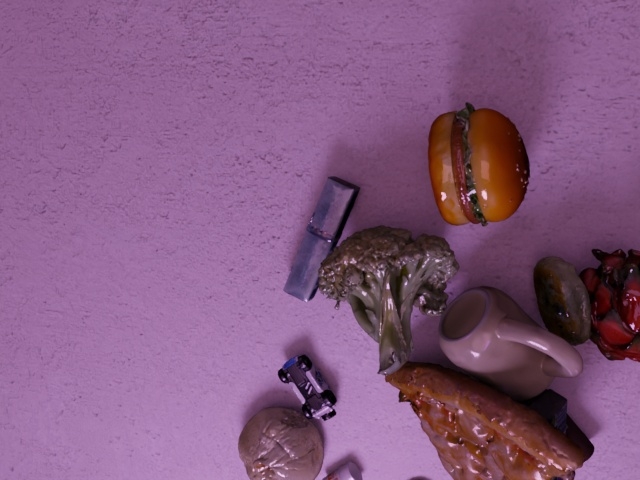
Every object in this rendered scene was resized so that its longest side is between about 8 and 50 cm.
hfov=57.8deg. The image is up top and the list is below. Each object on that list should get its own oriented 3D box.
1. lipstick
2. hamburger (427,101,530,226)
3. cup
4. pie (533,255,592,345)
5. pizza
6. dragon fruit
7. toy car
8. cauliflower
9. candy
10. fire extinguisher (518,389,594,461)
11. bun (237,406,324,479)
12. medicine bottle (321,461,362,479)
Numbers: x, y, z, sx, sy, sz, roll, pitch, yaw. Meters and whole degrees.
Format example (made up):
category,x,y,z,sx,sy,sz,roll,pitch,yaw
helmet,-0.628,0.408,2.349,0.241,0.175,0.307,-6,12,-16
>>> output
category,x,y,z,sx,sy,sz,roll,pitch,yaw
lipstick,0.000,0.000,1.317,0.076,0.077,0.290,26,106,10
hamburger,0.313,-0.148,1.120,0.169,0.246,0.246,-4,98,25
cup,0.362,0.217,1.132,0.202,0.255,0.173,38,96,-19
pie,0.475,0.121,1.147,0.041,0.187,0.187,-14,96,-6
pizza,0.295,0.385,1.204,0.392,0.080,0.435,43,147,21
dragon fruit,0.585,0.119,1.096,0.193,0.192,0.274,11,144,19
toy car,-0.023,0.352,1.384,0.080,0.070,0.171,-36,86,18
cauliflower,0.148,0.105,1.218,0.327,0.260,0.281,-19,91,52
candy,0.458,0.440,1.190,0.061,0.088,0.313,28,141,46
fire extinguisher,0.475,0.379,1.251,0.231,0.071,0.099,49,123,4
bun,-0.107,0.515,1.402,0.220,0.134,0.221,4,103,18
medicine bottle,0.051,0.584,1.409,0.089,0.057,0.057,-38,88,17
